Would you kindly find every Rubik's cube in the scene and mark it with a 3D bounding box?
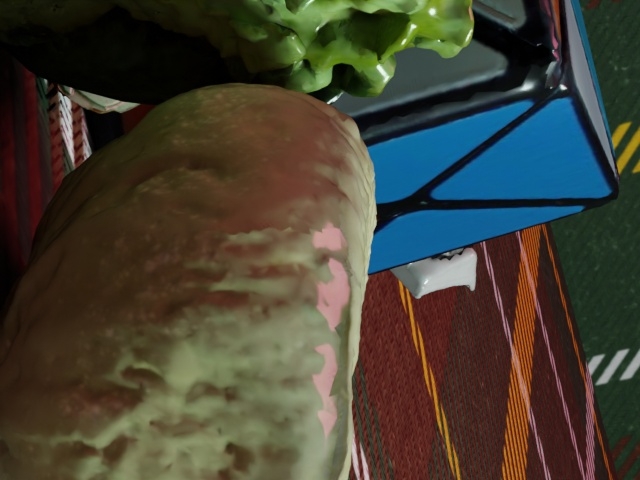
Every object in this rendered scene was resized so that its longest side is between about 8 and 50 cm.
[{"bbox_3d":[0.014,-0.129,1.105,0.246,0.248,0.250,44,33,-70],"label":"Rubik's cube"}]

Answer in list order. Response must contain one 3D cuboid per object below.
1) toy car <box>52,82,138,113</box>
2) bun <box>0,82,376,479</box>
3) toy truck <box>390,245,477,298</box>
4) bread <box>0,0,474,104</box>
[{"bbox_3d":[-0.112,-0.117,0.975,0.035,0.059,0.122,-30,-120,56],"label":"toy car"},{"bbox_3d":[-0.056,0.053,0.784,0.244,0.153,0.243,-172,-90,-86],"label":"bun"},{"bbox_3d":[0.041,-0.059,1.361,0.136,0.111,0.286,48,-17,33],"label":"toy truck"},{"bbox_3d":[-0.075,-0.242,0.855,0.208,0.251,0.376,31,47,-51],"label":"bread"}]
